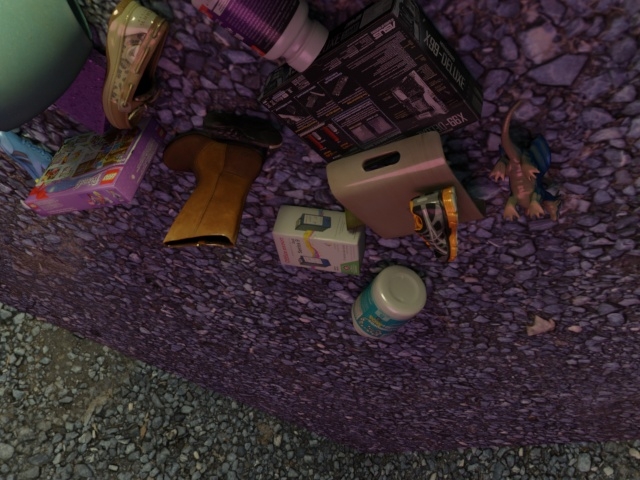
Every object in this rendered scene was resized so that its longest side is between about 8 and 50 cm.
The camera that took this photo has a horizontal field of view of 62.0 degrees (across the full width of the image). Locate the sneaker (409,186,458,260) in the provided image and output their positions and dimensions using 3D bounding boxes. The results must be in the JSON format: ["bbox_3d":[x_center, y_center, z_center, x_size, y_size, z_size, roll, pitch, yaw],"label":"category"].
[{"bbox_3d":[0.217,-0.028,1.006,0.083,0.084,0.215,-5,146,12],"label":"sneaker"}]

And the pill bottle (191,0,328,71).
[{"bbox_3d":[-0.087,-0.347,0.812,0.193,0.108,0.108,31,144,-23],"label":"pill bottle"}]

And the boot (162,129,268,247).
[{"bbox_3d":[-0.254,-0.096,1.102,0.264,0.280,0.096,5,146,16],"label":"boot"}]

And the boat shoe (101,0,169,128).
[{"bbox_3d":[-0.340,-0.302,0.987,0.089,0.104,0.285,23,146,-7],"label":"boat shoe"}]

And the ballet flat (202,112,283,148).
[{"bbox_3d":[-0.157,-0.222,1.088,0.173,0.057,0.049,17,159,9],"label":"ballet flat"}]

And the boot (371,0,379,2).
[{"bbox_3d":[0.055,-0.430,0.652,0.179,0.085,0.236,26,145,-12],"label":"boot"}]

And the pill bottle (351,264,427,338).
[{"bbox_3d":[0.177,0.185,1.484,0.146,0.146,0.264,19,148,-7],"label":"pill bottle"}]

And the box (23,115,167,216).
[{"bbox_3d":[-0.497,-0.160,1.177,0.293,0.201,0.057,-5,142,29],"label":"box"}]

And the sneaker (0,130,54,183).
[{"bbox_3d":[-0.710,-0.213,1.324,0.082,0.069,0.209,-30,126,5],"label":"sneaker"}]

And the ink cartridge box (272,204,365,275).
[{"bbox_3d":[0.000,0.000,1.323,0.212,0.093,0.154,10,148,11],"label":"ink cartridge box"}]

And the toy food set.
[{"bbox_3d":[0.178,-0.101,1.047,0.220,0.092,0.306,-13,154,28],"label":"toy food set"}]

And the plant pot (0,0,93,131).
[{"bbox_3d":[-0.493,-0.350,0.863,0.195,0.290,0.290,-25,144,-6],"label":"plant pot"}]

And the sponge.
[{"bbox_3d":[-0.476,-0.311,1.078,0.117,0.031,0.210,34,146,-8],"label":"sponge"}]

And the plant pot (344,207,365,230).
[{"bbox_3d":[0.097,-0.064,1.208,0.079,0.083,0.083,-3,145,7],"label":"plant pot"}]

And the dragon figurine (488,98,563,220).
[{"bbox_3d":[0.370,-0.135,0.972,0.085,0.144,0.289,-9,122,35],"label":"dragon figurine"}]

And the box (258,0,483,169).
[{"bbox_3d":[0.083,-0.250,0.921,0.307,0.076,0.242,-20,134,42],"label":"box"}]
